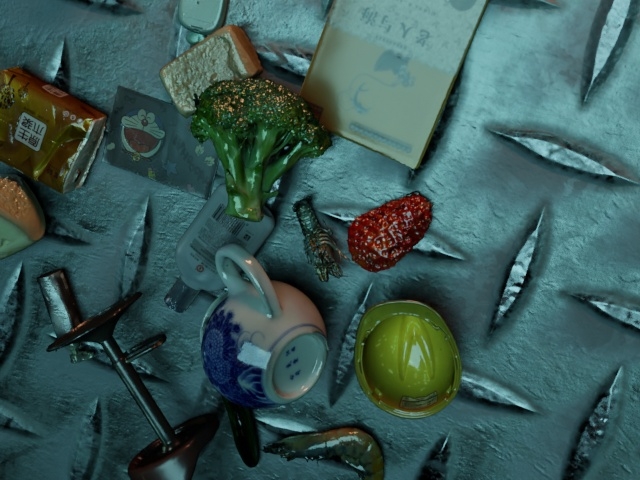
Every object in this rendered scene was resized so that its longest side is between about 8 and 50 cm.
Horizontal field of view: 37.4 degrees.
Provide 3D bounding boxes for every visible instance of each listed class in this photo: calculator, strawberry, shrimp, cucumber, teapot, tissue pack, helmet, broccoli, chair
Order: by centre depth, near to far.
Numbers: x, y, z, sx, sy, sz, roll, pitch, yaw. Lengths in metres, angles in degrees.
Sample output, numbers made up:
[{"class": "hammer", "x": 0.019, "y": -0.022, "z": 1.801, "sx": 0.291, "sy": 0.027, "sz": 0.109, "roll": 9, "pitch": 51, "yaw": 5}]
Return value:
[{"class": "broccoli", "x": -0.114, "y": -0.165, "z": 1.734, "sx": 0.269, "sy": 0.254, "sz": 0.269, "roll": 1, "pitch": 83, "yaw": -6}, {"class": "calculator", "x": -0.226, "y": -0.448, "z": 1.809, "sx": 0.095, "sy": 0.021, "sz": 0.153, "roll": 17, "pitch": 107, "yaw": 10}, {"class": "strawberry", "x": 0.128, "y": -0.018, "z": 1.809, "sx": 0.188, "sy": 0.082, "sz": 0.121, "roll": -42, "pitch": 89, "yaw": 23}, {"class": "helmet", "x": 0.174, "y": 0.204, "z": 1.825, "sx": 0.205, "sy": 0.140, "sz": 0.257, "roll": -4, "pitch": 110, "yaw": 14}, {"class": "shrimp", "x": 0.000, "y": -0.001, "z": 1.855, "sx": 0.082, "sy": 0.076, "sz": 0.174, "roll": -22, "pitch": 89, "yaw": 6}, {"class": "teapot", "x": -0.132, "y": 0.190, "z": 1.861, "sx": 0.280, "sy": 0.252, "sz": 0.424, "roll": 27, "pitch": 137, "yaw": 42}, {"class": "tissue pack", "x": -0.567, "y": -0.224, "z": 1.923, "sx": 0.226, "sy": 0.092, "sz": 0.183, "roll": 29, "pitch": 111, "yaw": 7}, {"class": "chair", "x": -0.367, "y": 0.332, "z": 1.954, "sx": 0.226, "sy": 0.226, "sz": 0.401, "roll": -27, "pitch": 97, "yaw": 19}, {"class": "shrimp", "x": 0.008, "y": 0.492, "z": 1.996, "sx": 0.261, "sy": 0.051, "sz": 0.198, "roll": -7, "pitch": 104, "yaw": 13}, {"class": "cucumber", "x": -0.176, "y": 0.362, "z": 2.005, "sx": 0.056, "sy": 0.056, "sz": 0.284, "roll": -12, "pitch": 107, "yaw": 17}]

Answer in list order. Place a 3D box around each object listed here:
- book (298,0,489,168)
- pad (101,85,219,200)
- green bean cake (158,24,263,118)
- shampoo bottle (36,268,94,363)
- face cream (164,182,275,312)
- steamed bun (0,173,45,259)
[{"class": "book", "x": 0.132, "y": -0.356, "z": 1.738, "sx": 0.268, "sy": 0.032, "sz": 0.389, "roll": 24, "pitch": 109, "yaw": 8}, {"class": "pad", "x": -0.317, "y": -0.198, "z": 1.911, "sx": 0.245, "sy": 0.006, "sz": 0.170, "roll": 21, "pitch": 109, "yaw": 9}, {"class": "green bean cake", "x": -0.209, "y": -0.323, "z": 1.806, "sx": 0.179, "sy": 0.085, "sz": 0.109, "roll": -30, "pitch": 95, "yaw": 19}, {"class": "shampoo bottle", "x": -0.551, "y": 0.167, "z": 2.044, "sx": 0.063, "sy": 0.057, "sz": 0.208, "roll": -13, "pitch": 103, "yaw": 11}, {"class": "face cream", "x": -0.218, "y": 0.028, "z": 1.913, "sx": 0.144, "sy": 0.071, "sz": 0.291, "roll": 37, "pitch": 110, "yaw": 0}, {"class": "steamed bun", "x": -0.705, "y": -0.052, "z": 1.962, "sx": 0.225, "sy": 0.200, "sz": 0.170, "roll": -24, "pitch": 59, "yaw": 21}]
